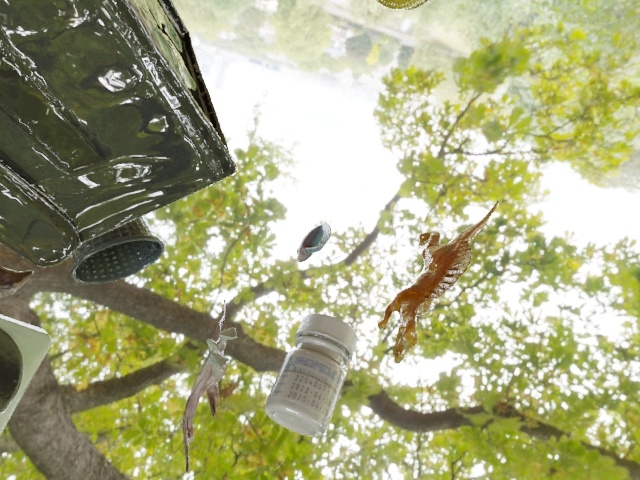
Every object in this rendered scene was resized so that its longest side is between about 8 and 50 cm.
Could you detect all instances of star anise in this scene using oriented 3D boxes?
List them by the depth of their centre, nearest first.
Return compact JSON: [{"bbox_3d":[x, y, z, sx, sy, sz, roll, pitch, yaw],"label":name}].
[{"bbox_3d":[-0.381,0.035,0.499,0.141,0.042,0.141,1,154,1],"label":"star anise"}]

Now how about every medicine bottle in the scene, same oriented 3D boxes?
[{"bbox_3d":[-0.012,0.212,0.770,0.105,0.105,0.168,18,-126,10],"label":"medicine bottle"}]

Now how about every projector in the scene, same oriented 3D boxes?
[{"bbox_3d":[-0.703,0.253,0.922,0.257,0.259,0.079,35,163,-37],"label":"projector"}]

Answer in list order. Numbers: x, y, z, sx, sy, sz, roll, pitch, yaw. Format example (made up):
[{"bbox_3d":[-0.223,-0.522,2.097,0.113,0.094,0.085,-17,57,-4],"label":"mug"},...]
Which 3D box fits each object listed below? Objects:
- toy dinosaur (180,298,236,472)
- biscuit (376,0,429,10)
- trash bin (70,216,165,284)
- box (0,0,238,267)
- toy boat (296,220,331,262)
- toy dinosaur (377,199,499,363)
[{"bbox_3d":[-0.116,0.137,0.518,0.032,0.108,0.220,15,-142,-7],"label":"toy dinosaur"},{"bbox_3d":[0.077,-0.249,0.428,0.084,0.084,0.023,27,-149,35],"label":"biscuit"},{"bbox_3d":[-0.409,-0.023,0.929,0.175,0.175,0.161,-6,-118,-51],"label":"trash bin"},{"bbox_3d":[-0.245,-0.194,0.364,0.204,0.345,0.251,-25,-126,2],"label":"box"},{"bbox_3d":[0.000,0.000,0.904,0.034,0.096,0.122,36,164,-16],"label":"toy boat"},{"bbox_3d":[0.136,0.030,0.549,0.057,0.212,0.142,35,-173,-2],"label":"toy dinosaur"}]
